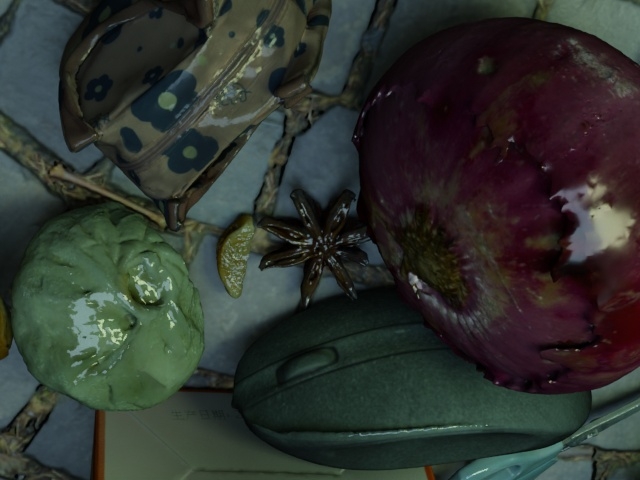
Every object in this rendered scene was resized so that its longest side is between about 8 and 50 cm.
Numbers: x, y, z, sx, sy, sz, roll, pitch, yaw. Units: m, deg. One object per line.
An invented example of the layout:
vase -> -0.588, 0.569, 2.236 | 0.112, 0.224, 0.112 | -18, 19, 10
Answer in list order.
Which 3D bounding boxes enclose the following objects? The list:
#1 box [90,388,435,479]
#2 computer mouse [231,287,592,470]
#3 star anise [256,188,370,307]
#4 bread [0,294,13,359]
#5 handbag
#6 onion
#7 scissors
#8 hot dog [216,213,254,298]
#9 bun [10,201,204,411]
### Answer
box -> -0.064, 0.338, 1.717 | 0.348, 0.318, 0.257 | 2, 115, -9
computer mouse -> 0.099, 0.132, 1.712 | 0.374, 0.203, 0.114 | -2, 136, -14
star anise -> -0.001, -0.001, 1.711 | 0.141, 0.042, 0.141 | -3, 120, -6
bread -> -0.469, 0.049, 1.613 | 0.344, 0.149, 0.195 | -3, 122, -5
handbag -> -0.117, -0.152, 1.532 | 0.190, 0.193, 0.251 | 37, 112, -24
onion -> 0.213, -0.033, 1.567 | 0.345, 0.358, 0.358 | -6, 118, -20
scissors -> 0.270, 0.212, 1.830 | 0.360, 0.029, 0.191 | -29, 157, -7
hot dog -> -0.090, 0.015, 1.715 | 0.034, 0.030, 0.090 | 9, 114, -10
bun -> -0.192, 0.062, 1.643 | 0.212, 0.126, 0.204 | 19, 71, -39
